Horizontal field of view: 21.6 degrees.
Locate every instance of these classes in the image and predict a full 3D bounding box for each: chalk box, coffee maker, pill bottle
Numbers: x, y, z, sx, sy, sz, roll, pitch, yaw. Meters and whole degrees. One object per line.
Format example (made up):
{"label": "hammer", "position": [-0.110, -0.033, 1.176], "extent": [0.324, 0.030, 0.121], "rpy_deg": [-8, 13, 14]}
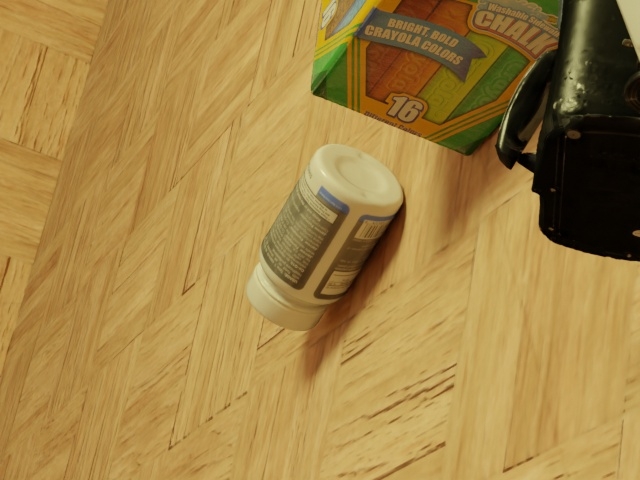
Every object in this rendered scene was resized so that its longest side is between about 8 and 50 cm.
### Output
{"label": "chalk box", "position": [0.101, -0.183, 1.123], "extent": [0.213, 0.132, 0.132], "rpy_deg": [-51, 25, 47]}
{"label": "coffee maker", "position": [0.174, -0.102, 0.827], "extent": [0.171, 0.120, 0.178], "rpy_deg": [127, 159, -59]}
{"label": "pill bottle", "position": [0.000, 0.000, 1.298], "extent": [0.137, 0.078, 0.078], "rpy_deg": [-58, 21, 30]}

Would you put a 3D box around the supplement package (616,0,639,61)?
{"label": "supplement package", "position": [0.215, -0.219, 0.675], "extent": [0.262, 0.145, 0.204], "rpy_deg": [107, 162, -44]}
